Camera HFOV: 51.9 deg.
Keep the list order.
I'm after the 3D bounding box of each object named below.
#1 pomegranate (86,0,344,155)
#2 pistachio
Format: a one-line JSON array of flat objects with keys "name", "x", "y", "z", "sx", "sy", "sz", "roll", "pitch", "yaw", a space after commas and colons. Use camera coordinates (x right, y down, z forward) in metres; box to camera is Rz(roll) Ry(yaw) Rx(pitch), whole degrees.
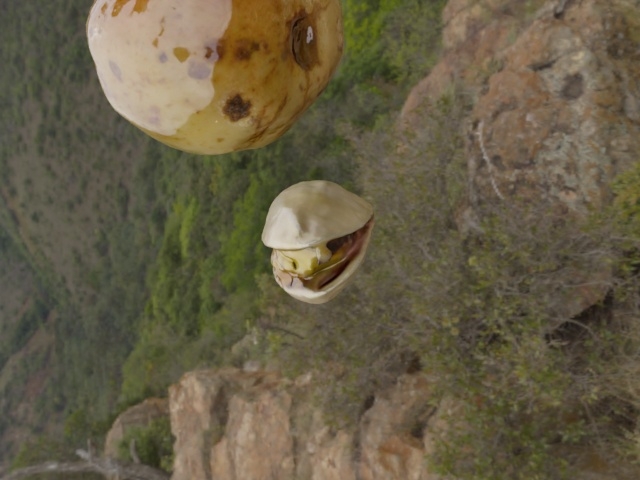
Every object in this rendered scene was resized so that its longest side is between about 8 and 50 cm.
[{"name": "pomegranate", "x": -0.094, "y": -0.181, "z": 0.564, "sx": 0.215, "sy": 0.215, "sz": 0.215, "roll": 2, "pitch": 92, "yaw": 61}, {"name": "pistachio", "x": 0.000, "y": 0.000, "z": 0.869, "sx": 0.229, "sy": 0.157, "sz": 0.157, "roll": -81, "pitch": 1, "yaw": -72}]
